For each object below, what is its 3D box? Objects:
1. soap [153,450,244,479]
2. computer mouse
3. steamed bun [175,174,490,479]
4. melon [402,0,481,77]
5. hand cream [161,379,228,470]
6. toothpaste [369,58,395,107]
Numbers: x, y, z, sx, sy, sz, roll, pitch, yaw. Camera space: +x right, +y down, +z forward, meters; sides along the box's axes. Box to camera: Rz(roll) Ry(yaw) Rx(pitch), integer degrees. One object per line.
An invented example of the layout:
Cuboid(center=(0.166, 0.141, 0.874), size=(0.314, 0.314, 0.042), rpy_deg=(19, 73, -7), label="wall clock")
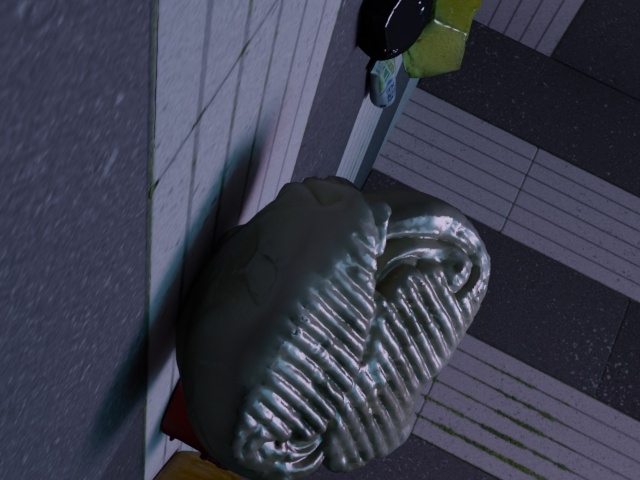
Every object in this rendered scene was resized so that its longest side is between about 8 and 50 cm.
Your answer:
Cuboid(center=(-0.196, 0.425, 1.672), size=(0.257, 0.160, 0.080), rpy_deg=(-51, 166, -81), label="soap")
Cuboid(center=(0.101, -0.292, 1.321), size=(0.122, 0.073, 0.217), rpy_deg=(-62, 176, -7), label="computer mouse")
Cuboid(center=(-0.015, 0.074, 1.067), size=(0.310, 0.219, 0.324), rpy_deg=(10, 106, -47), label="steamed bun")
Cuboid(center=(0.237, -0.451, 1.802), size=(0.196, 0.124, 0.323), rpy_deg=(111, 1, -70), label="melon")
Cuboid(center=(-0.102, 0.196, 1.411), size=(0.230, 0.149, 0.230), rpy_deg=(24, 90, -88), label="hand cream")
Cuboid(center=(0.107, -0.282, 1.795), size=(0.074, 0.048, 0.297), rpy_deg=(-60, 173, -5), label="toothpaste")
